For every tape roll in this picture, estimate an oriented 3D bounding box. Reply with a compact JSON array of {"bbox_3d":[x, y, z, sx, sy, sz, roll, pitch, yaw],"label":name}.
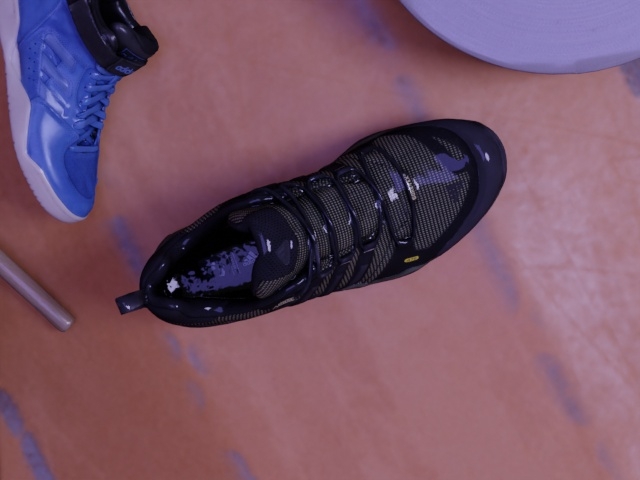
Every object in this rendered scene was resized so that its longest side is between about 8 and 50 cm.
[{"bbox_3d":[0.129,-0.200,0.735,0.219,0.072,0.219,1,99,8],"label":"tape roll"}]

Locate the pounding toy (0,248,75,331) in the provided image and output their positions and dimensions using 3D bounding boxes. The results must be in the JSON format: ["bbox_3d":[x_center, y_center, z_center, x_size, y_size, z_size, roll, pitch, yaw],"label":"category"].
[{"bbox_3d":[-0.247,0.061,0.810,0.181,0.094,0.206,0,98,8],"label":"pounding toy"}]

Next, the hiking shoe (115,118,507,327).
[{"bbox_3d":[0.000,0.000,0.757,0.227,0.114,0.086,-25,94,10],"label":"hiking shoe"}]

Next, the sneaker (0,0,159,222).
[{"bbox_3d":[-0.135,-0.090,0.793,0.085,0.058,0.152,-10,90,18],"label":"sneaker"}]
